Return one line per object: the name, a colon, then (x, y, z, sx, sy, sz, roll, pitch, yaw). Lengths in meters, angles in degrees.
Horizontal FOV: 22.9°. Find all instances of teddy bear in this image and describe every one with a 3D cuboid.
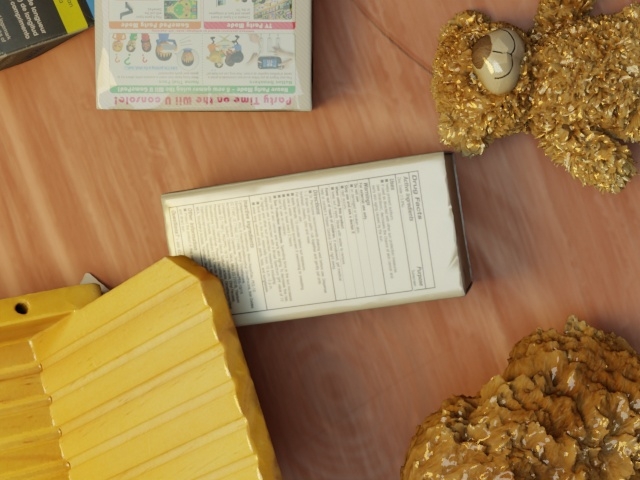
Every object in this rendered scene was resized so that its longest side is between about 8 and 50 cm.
teddy bear: (0.278, -0.168, 1.586, 0.338, 0.113, 0.245, 19, 96, 7)

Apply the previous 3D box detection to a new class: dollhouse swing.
dollhouse swing: (-0.262, 0.210, 1.561, 0.315, 0.305, 0.347, -10, 77, -31)

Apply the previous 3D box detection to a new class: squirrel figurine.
squirrel figurine: (0.286, 0.278, 1.554, 0.370, 0.281, 0.397, -19, 95, 4)

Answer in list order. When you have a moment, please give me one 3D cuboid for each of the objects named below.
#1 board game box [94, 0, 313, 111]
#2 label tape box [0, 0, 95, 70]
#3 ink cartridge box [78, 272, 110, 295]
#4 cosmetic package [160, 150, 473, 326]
board game box: (-0.118, -0.285, 1.628, 0.224, 0.097, 0.303, 1, 95, -2)
label tape box: (-0.382, -0.294, 1.663, 0.333, 0.106, 0.241, -24, 91, -30)
ink cartridge box: (-0.213, 0.171, 1.741, 0.224, 0.056, 0.181, 38, 101, 23)
cosmetic package: (0.000, 0.000, 1.639, 0.296, 0.129, 0.153, -7, 93, 11)
